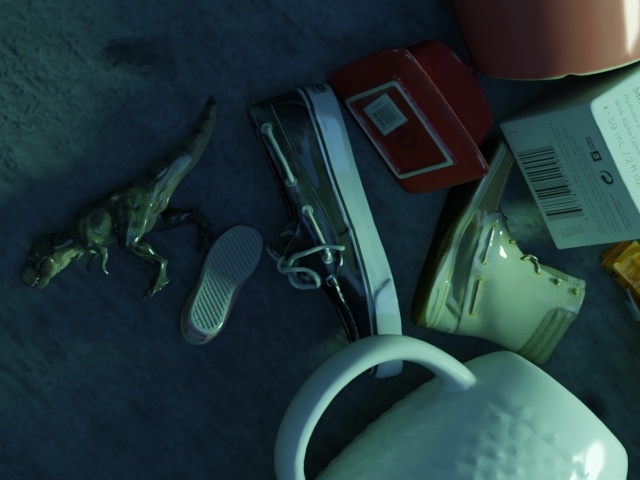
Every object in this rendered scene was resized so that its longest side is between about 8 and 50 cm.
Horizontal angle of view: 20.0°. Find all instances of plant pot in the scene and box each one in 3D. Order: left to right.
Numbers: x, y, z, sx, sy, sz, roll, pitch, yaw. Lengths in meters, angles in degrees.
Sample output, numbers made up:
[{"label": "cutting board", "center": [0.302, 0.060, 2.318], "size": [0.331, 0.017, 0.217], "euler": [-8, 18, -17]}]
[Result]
[{"label": "plant pot", "center": [0.229, -0.300, 1.777], "size": [0.275, 0.275, 0.243], "euler": [-14, 109, -9]}]

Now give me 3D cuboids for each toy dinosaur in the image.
[{"label": "toy dinosaur", "center": [-0.174, -0.018, 1.825], "size": [0.268, 0.064, 0.118], "euler": [-40, 95, -7]}]

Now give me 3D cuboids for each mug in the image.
[{"label": "mug", "center": [0.109, 0.253, 1.788], "size": [0.328, 0.276, 0.374], "euler": [-47, 116, -7]}]

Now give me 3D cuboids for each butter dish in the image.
[{"label": "butter dish", "center": [0.113, -0.143, 1.834], "size": [0.118, 0.160, 0.160], "euler": [-43, 104, -27]}]

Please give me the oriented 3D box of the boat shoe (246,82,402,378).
[{"label": "boat shoe", "center": [0.001, 0.000, 1.830], "size": [0.105, 0.113, 0.306], "euler": [-17, 99, -11]}]

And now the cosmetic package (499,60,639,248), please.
[{"label": "cosmetic package", "center": [0.315, -0.102, 1.830], "size": [0.183, 0.151, 0.151], "euler": [-33, 102, -28]}]

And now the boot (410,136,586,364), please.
[{"label": "boot", "center": [0.203, 0.012, 1.890], "size": [0.165, 0.077, 0.213], "euler": [19, 98, -12]}]

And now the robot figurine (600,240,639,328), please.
[{"label": "robot figurine", "center": [0.447, 0.077, 1.939], "size": [0.211, 0.085, 0.291], "euler": [-44, 101, -3]}]

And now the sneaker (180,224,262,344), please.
[{"label": "sneaker", "center": [-0.106, 0.049, 1.855], "size": [0.051, 0.070, 0.134], "euler": [28, 61, -4]}]
